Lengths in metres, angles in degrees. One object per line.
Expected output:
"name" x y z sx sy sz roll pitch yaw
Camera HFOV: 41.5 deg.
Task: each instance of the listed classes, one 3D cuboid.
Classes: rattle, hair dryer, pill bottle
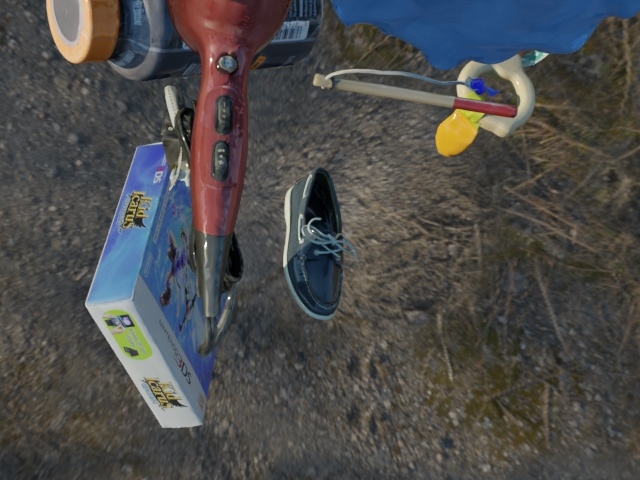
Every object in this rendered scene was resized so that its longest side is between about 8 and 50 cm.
"rattle" 0.273 -0.234 1.327 0.130 0.143 0.199 19 62 9
"hair dryer" -0.048 -0.090 0.518 0.080 0.223 0.293 -5 137 -15
"pill bottle" -0.128 -0.221 0.802 0.246 0.130 0.130 -15 95 -38

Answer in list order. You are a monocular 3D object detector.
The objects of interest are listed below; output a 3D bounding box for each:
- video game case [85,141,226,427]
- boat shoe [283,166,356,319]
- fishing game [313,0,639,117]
"video game case" -0.189 0.055 1.061 0.061 0.269 0.244 -6 135 11
"boat shoe" 0.000 0.000 1.320 0.095 0.079 0.254 18 50 -26
"fishing game" 0.088 -0.152 0.425 0.189 0.264 0.041 5 64 -13
